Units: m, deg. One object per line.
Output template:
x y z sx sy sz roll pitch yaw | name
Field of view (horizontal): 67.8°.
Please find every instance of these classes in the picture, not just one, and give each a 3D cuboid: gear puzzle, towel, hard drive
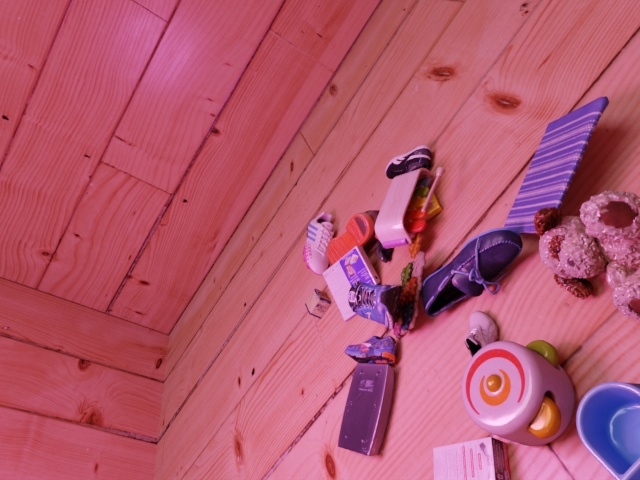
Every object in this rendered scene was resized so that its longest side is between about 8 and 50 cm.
0.269 0.120 1.459 0.175 0.044 0.338 110 176 -65 | gear puzzle
0.564 -0.165 1.157 0.243 0.040 0.335 134 160 -88 | towel
0.139 0.494 1.407 0.172 0.054 0.254 -20 48 56 | hard drive

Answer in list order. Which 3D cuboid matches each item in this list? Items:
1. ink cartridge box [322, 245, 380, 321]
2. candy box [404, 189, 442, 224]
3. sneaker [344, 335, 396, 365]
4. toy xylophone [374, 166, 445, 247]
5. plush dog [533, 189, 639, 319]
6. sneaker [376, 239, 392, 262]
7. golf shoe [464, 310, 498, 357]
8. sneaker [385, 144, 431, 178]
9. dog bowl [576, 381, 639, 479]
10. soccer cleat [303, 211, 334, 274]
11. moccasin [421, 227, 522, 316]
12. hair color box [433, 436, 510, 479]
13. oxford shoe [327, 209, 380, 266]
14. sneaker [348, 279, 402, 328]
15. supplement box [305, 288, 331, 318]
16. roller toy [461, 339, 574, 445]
0.119 0.158 1.734 0.206 0.045 0.208 -41 63 36 | ink cartridge box
0.311 -0.084 1.623 0.206 0.027 0.105 -35 37 22 | candy box
0.163 0.345 1.500 0.221 0.083 0.087 -15 40 52 | sneaker
0.298 -0.123 1.569 0.236 0.081 0.322 -4 50 53 | toy xylophone
0.550 0.005 0.948 0.226 0.262 0.211 -12 22 48 | plush dog
0.244 -0.006 1.698 0.089 0.051 0.170 -47 26 37 | sneaker
0.385 0.234 1.153 0.069 0.086 0.176 -48 27 33 | golf shoe
0.317 -0.259 1.771 0.217 0.079 0.121 -31 38 47 | sneaker
0.540 0.346 0.759 0.165 0.074 0.297 -57 25 13 | dog bowl
0.000 0.000 2.085 0.143 0.116 0.331 -47 29 32 | soccer cleat
0.394 0.102 1.235 0.342 0.138 0.116 -56 12 47 | moccasin
0.327 0.497 1.045 0.167 0.053 0.093 -38 33 44 | hair color box
0.141 0.008 1.842 0.129 0.133 0.363 58 144 14 | oxford shoe
0.154 0.190 1.423 0.330 0.147 0.129 96 -173 -76 | sneaker
-0.011 0.255 1.927 0.083 0.056 0.083 -58 25 12 | supplement box
0.397 0.313 0.979 0.191 0.146 0.209 -40 34 41 | roller toy
